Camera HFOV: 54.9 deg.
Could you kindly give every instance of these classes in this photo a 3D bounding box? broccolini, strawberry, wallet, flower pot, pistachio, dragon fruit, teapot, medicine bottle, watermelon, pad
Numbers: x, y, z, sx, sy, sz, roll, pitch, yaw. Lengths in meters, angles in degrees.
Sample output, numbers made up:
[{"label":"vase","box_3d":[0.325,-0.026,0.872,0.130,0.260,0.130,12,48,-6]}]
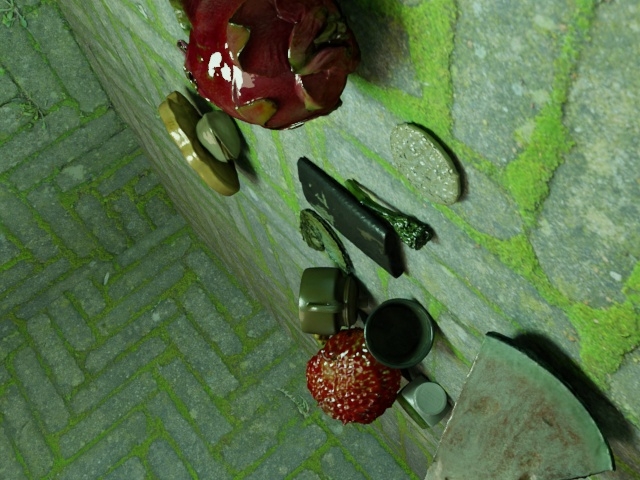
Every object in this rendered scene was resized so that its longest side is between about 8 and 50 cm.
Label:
[{"label":"broccolini","box_3d":[0.119,-0.054,1.165,0.054,0.051,0.239,5,-154,-42]},{"label":"strawberry","box_3d":[0.088,0.365,1.755,0.292,0.292,0.343,43,157,29]},{"label":"wallet","box_3d":[-0.245,-0.371,1.387,0.119,0.025,0.232,50,-174,5]},{"label":"flower pot","box_3d":[0.176,0.212,1.421,0.157,0.157,0.107,51,176,5]},{"label":"pistachio","box_3d":[-0.273,-0.282,1.670,0.149,0.113,0.113,57,164,-22]},{"label":"dragon fruit","box_3d":[-0.079,-0.277,0.889,0.315,0.250,0.250,50,167,38]},{"label":"teapot","box_3d":[0.038,0.165,1.656,0.268,0.175,0.185,-19,-72,-79]},{"label":"medicine bottle","box_3d":[0.292,0.454,1.735,0.132,0.088,0.188,49,165,14]},{"label":"watermelon","box_3d":[0.299,0.293,1.077,0.283,0.293,0.250,110,151,-74]},{"label":"pad","box_3d":[0.196,0.321,1.875,0.181,0.004,0.267,37,158,45]},{"label":"wallet","box_3d":[0.056,-0.049,1.354,0.321,0.044,0.170,41,164,36]}]

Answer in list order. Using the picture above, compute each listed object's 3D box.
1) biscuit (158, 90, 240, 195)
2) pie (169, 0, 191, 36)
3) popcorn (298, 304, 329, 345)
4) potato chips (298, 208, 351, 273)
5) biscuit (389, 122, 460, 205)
[{"label":"biscuit","box_3d":[-0.345,-0.284,1.783,0.351,0.057,0.312,58,-171,-4]},{"label":"pie","box_3d":[-0.203,-0.420,1.197,0.277,0.078,0.277,47,166,15]},{"label":"popcorn","box_3d":[0.005,0.227,1.902,0.170,0.180,0.180,35,164,1]},{"label":"potato chips","box_3d":[0.003,-0.003,1.662,0.202,0.029,0.220,57,162,-18]},{"label":"biscuit","box_3d":[0.159,-0.115,0.941,0.152,0.020,0.152,49,166,17]}]
